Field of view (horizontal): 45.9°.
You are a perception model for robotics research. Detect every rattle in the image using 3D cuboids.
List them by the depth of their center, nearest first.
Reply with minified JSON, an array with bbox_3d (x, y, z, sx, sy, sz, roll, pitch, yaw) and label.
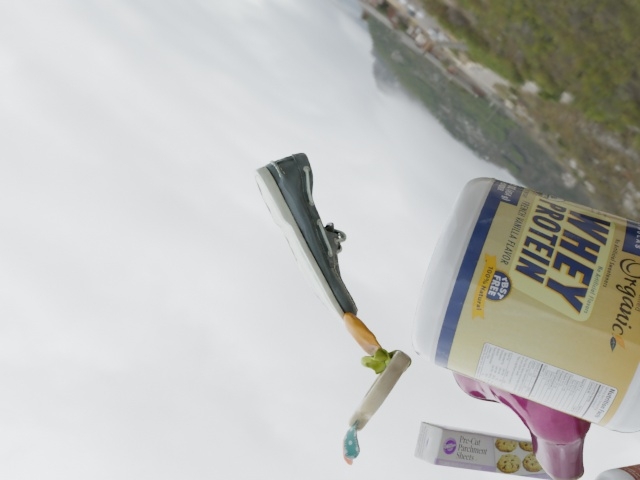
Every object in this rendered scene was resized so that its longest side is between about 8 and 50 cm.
[{"bbox_3d":[0.048,0.242,1.228,0.143,0.199,0.130,37,180,-9],"label":"rattle"}]

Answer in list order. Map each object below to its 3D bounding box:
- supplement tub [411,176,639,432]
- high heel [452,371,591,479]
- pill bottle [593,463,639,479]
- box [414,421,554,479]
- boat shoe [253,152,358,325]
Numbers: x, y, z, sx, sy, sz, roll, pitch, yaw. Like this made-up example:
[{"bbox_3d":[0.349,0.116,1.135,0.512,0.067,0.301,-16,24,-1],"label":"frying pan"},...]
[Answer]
[{"bbox_3d":[0.283,0.076,0.844,0.316,0.228,0.228,19,-171,15],"label":"supplement tub"},{"bbox_3d":[0.302,0.190,1.189,0.377,0.127,0.181,-132,26,-58],"label":"high heel"},{"bbox_3d":[0.562,0.458,1.334,0.216,0.121,0.121,-1,-149,-22],"label":"pill bottle"},{"bbox_3d":[0.316,0.381,1.352,0.324,0.067,0.063,17,172,-29],"label":"box"},{"bbox_3d":[0.000,0.000,1.287,0.319,0.099,0.116,62,167,-13],"label":"boat shoe"}]
